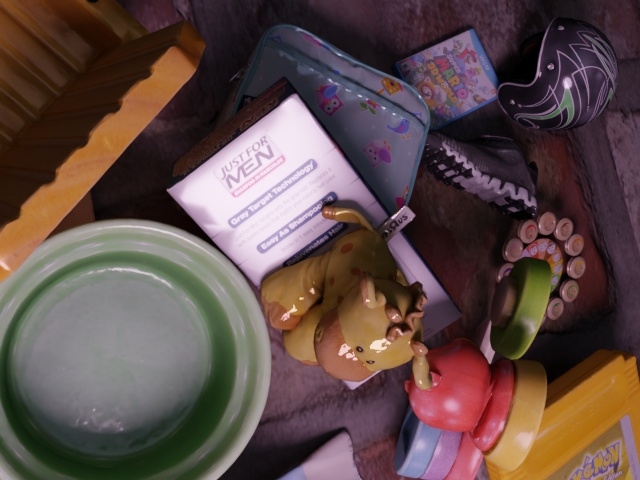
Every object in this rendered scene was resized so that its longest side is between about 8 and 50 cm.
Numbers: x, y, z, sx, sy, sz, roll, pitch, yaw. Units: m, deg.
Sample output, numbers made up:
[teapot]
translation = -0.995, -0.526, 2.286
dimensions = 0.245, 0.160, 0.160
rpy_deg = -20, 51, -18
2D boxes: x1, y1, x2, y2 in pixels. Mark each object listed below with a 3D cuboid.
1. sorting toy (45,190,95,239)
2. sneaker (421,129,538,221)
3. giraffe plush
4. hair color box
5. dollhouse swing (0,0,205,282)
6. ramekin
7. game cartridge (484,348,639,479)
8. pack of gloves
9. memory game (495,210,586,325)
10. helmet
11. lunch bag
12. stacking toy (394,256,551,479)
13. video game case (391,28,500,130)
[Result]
[sorting toy]
translation = -0.373, -0.077, 0.760
dimensions = 0.193, 0.038, 0.208
rpy_deg = -9, 91, -23
[sneaker]
translation = 0.243, -0.123, 0.997
dimensions = 0.234, 0.078, 0.106
rpy_deg = 26, 71, -21
[giraffe plush]
translation = 0.047, 0.078, 0.672
dimensions = 0.181, 0.170, 0.210
rpy_deg = 25, 108, -19
[hair color box]
translation = 0.000, 0.000, 0.782
dimensions = 0.174, 0.105, 0.347
rpy_deg = -36, 115, 7
[dollhouse swing]
translation = -0.331, -0.150, 0.597
dimensions = 0.315, 0.305, 0.346
rpy_deg = 42, 73, -16
[ramekin]
translation = -0.220, 0.135, 0.727
dimensions = 0.304, 0.148, 0.303
rpy_deg = 3, 82, -22
[game cartridge]
translation = 0.377, 0.350, 0.950
dimensions = 0.285, 0.053, 0.323
rpy_deg = -26, 110, -24
[pack of gloves]
translation = 0.002, 0.371, 0.795
dimensions = 0.232, 0.046, 0.195
rpy_deg = -20, 90, -46
[memory game]
translation = 0.345, 0.046, 1.017
dimensions = 0.186, 0.012, 0.186
rpy_deg = -6, 103, -26
[helmet]
translation = 0.372, -0.253, 1.010
dimensions = 0.169, 0.162, 0.169
rpy_deg = 6, 79, -31
[lunch bag]
translation = 0.003, -0.152, 0.881
dimensions = 0.279, 0.108, 0.224
rpy_deg = 25, 74, -18
[stacking toy]
translation = 0.171, 0.157, 0.831
dimensions = 0.130, 0.309, 0.279
rpy_deg = 19, 57, 3
[video game case]
translation = 0.203, -0.251, 1.029
dimensions = 0.166, 0.015, 0.119
rpy_deg = -29, 94, -23
